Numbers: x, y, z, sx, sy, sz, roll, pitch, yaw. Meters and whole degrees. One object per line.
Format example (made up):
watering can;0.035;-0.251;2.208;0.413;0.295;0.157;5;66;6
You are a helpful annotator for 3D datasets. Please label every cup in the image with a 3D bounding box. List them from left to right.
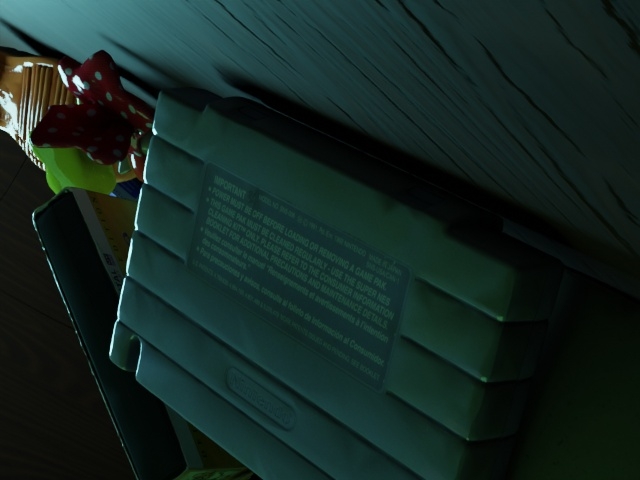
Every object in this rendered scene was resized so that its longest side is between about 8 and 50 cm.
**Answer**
cup;0.190;0.192;0.891;0.331;0.237;0.331;33;175;3

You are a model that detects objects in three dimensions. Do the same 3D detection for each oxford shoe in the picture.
oxford shoe;-0.307;-0.164;1.568;0.363;0.130;0.133;27;-159;34

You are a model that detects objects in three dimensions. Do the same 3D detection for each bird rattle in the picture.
bird rattle;-0.171;-0.107;1.261;0.207;0.143;0.253;21;168;-18

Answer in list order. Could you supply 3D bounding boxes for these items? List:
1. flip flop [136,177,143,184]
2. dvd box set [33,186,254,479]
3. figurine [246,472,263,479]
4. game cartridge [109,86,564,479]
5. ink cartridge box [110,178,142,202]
flip flop;-0.160;-0.053;1.801;0.277;0.080;0.112;48;-169;14
dvd box set;-0.090;0.111;1.365;0.420;0.062;0.307;15;-136;-58
figurine;0.045;0.246;1.165;0.209;0.092;0.215;8;178;-25
game cartridge;-0.008;0.048;0.873;0.068;0.230;0.355;3;-161;-44
ink cartridge box;-0.326;-0.125;1.797;0.206;0.045;0.208;41;-164;-9
